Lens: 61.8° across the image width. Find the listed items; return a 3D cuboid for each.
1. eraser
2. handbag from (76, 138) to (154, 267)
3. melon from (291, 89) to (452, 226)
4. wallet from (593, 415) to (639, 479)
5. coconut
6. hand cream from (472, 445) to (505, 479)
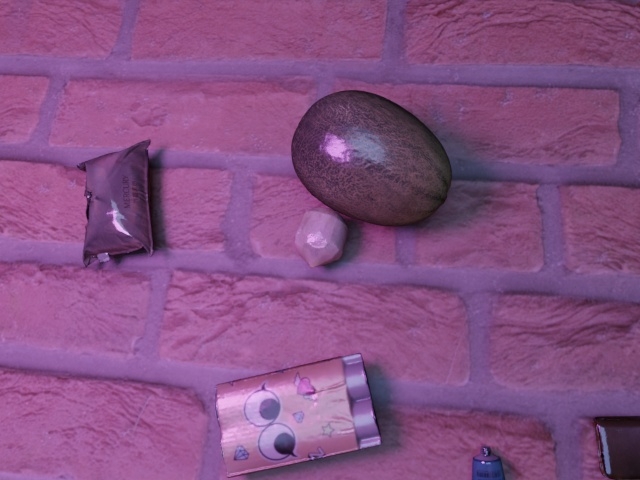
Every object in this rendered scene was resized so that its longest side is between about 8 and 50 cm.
[{"bbox_3d":[-0.044,0.326,1.011,0.291,0.087,0.171,-13,74,2],"label":"eraser"},{"bbox_3d":[-0.446,-0.081,1.157,0.183,0.117,0.270,-11,74,11],"label":"handbag"},{"bbox_3d":[0.099,-0.157,1.055,0.329,0.248,0.248,26,78,8],"label":"melon"},{"bbox_3d":[0.605,0.373,0.965,0.198,0.031,0.110,-3,74,4],"label":"wallet"},{"bbox_3d":[0.000,0.000,1.099,0.110,0.110,0.124,20,74,11],"label":"coconut"},{"bbox_3d":[0.310,0.487,0.960,0.083,0.048,0.224,-3,80,5],"label":"hand cream"}]
